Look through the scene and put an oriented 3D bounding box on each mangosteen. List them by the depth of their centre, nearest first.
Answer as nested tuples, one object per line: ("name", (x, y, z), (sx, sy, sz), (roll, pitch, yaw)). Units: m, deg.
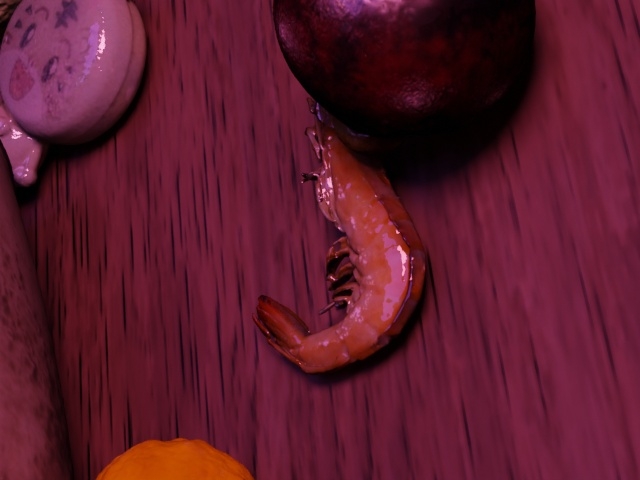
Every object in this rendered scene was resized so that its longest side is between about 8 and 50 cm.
("mangosteen", (0.044, -0.117, 0.804), (0.152, 0.152, 0.152), (-19, 58, 34))

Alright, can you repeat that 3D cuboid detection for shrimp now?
("shrimp", (0.001, 0.000, 0.857), (0.124, 0.034, 0.178), (-43, 52, 26))

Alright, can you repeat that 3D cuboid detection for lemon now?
("lemon", (-0.080, 0.177, 0.778), (0.114, 0.114, 0.155), (-24, 47, 31))

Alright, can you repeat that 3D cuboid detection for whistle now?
("whistle", (-0.207, -0.094, 1.063), (0.258, 0.067, 0.126), (-51, 52, 16))

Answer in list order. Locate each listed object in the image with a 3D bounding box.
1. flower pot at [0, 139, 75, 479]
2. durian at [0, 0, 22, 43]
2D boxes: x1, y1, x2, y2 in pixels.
("flower pot", (-0.296, 0.107, 0.899), (0.293, 0.293, 0.330), (-39, 56, 21))
("durian", (-0.199, -0.249, 1.095), (0.250, 0.101, 0.139), (-42, 33, 18))
